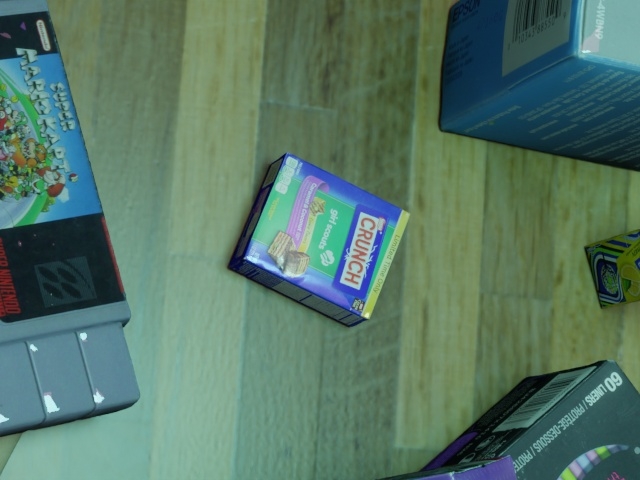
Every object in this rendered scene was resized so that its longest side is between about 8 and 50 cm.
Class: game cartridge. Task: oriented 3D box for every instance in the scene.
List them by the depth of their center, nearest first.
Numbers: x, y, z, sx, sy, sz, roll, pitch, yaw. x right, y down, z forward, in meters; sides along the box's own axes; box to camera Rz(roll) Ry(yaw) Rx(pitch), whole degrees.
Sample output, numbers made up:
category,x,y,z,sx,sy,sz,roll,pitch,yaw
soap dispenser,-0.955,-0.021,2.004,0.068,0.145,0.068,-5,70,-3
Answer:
category,x,y,z,sx,sy,sz,roll,pitch,yaw
game cartridge,-0.265,-0.037,1.348,0.230,0.068,0.355,-11,79,-26

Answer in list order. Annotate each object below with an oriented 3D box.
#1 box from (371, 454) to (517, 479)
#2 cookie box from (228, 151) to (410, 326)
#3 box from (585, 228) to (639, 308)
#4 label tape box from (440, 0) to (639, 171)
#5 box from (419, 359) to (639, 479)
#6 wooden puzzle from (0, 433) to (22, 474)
category,x,y,z,sx,sy,sz,roll,pitch,yaw
box,-0.028,0.196,1.281,0.293,0.201,0.057,-13,84,15
cookie box,0.000,0.000,1.477,0.107,0.040,0.092,26,73,-14
box,0.268,0.011,1.500,0.059,0.169,0.054,-15,86,-21
label tape box,0.297,-0.125,1.490,0.347,0.249,0.115,8,79,-18
box,0.205,0.244,1.453,0.165,0.143,0.270,-39,95,-21
wooden puzzle,-0.316,0.095,1.354,0.238,0.044,0.221,32,72,-17
